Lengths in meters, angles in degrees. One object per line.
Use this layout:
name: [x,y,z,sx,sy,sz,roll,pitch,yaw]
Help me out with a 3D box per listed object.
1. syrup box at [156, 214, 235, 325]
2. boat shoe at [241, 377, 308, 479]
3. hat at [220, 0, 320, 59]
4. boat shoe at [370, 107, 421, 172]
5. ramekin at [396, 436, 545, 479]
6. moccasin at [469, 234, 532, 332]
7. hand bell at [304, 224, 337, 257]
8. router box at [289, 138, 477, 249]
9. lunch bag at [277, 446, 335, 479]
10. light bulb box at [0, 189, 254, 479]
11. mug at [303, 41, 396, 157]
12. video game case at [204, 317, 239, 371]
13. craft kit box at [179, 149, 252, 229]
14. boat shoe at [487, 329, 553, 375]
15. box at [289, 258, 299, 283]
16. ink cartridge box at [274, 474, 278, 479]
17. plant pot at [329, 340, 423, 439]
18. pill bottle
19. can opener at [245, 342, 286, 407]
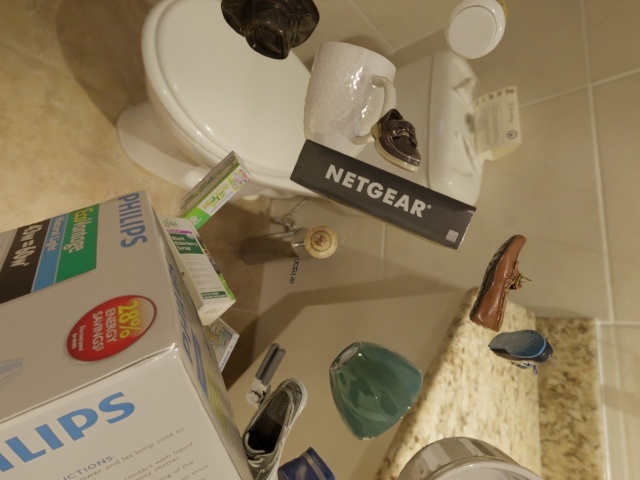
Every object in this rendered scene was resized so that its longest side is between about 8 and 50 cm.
syrup box: [-0.291,0.063,0.849,0.236,0.096,0.093,56,22,21]
boat shoe: [-0.150,0.487,0.966,0.334,0.121,0.119,-65,156,-5]
hat: [-0.153,-0.677,1.289,0.332,0.332,0.133,6,77,-48]
boat shoe: [0.200,-0.270,1.035,0.103,0.092,0.285,20,30,-16]
ramekin: [0.248,0.468,0.649,0.135,0.278,0.276,102,-17,-86]
moccasin: [0.697,0.159,1.503,0.139,0.147,0.379,58,55,-74]
hand bell: [0.000,0.000,1.391,0.242,0.126,0.125,64,20,-88]
router box: [0.117,-0.081,0.775,0.243,0.309,0.080,-6,120,-81]
lunch bag: [-0.016,0.344,0.553,0.065,0.067,0.098,-18,128,-31]
light bulb box: [-0.254,0.184,0.512,0.226,0.358,0.360,-21,125,-16]
mug: [0.105,-0.445,1.339,0.277,0.374,0.327,10,101,-39]
video game case: [-0.500,0.461,1.686,0.036,0.329,0.299,29,85,-44]
craft kit box: [-0.332,-0.159,1.237,0.250,0.246,0.061,-43,115,4]
boat shoe: [0.550,0.294,1.067,0.109,0.258,0.089,-43,83,-2]
box: [-0.108,0.127,1.630,0.018,0.083,0.067,13,43,-4]
ink cartridge box: [-0.163,0.876,1.195,0.330,0.072,0.323,61,36,-44]
plant pot: [0.141,0.431,1.243,0.195,0.290,0.290,49,47,-2]
pill bottle: [0.327,-0.453,0.841,0.117,0.118,0.208,62,36,-21]
can opener: [-0.216,0.538,1.591,0.093,0.074,0.280,8,110,-57]
